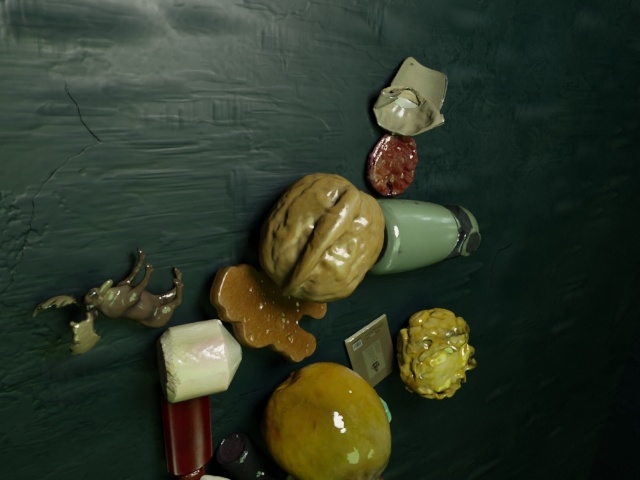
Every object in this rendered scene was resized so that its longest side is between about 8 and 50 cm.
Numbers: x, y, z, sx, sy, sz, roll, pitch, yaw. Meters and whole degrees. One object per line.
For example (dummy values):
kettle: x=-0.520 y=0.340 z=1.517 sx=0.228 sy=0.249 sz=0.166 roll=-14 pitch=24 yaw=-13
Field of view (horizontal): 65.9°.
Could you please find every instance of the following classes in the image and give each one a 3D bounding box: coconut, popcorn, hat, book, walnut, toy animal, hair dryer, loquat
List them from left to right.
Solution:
toy animal: x=-0.339 y=0.108 z=0.832 sx=0.186 sy=0.094 sz=0.214 roll=-50 pitch=138 yaw=2
coconut: x=-0.223 y=0.223 z=0.931 sx=0.153 sy=0.147 sz=0.147 roll=-9 pitch=114 yaw=-26
hair dryer: x=-0.098 y=0.535 z=1.087 sx=0.089 sy=0.251 sz=0.197 roll=-51 pitch=129 yaw=-30
walnut: x=0.000 y=0.000 z=0.951 sx=0.225 sy=0.257 sz=0.257 roll=34 pitch=87 yaw=-7
loquat: x=0.014 y=0.416 z=1.095 sx=0.276 sy=0.284 sz=0.276 roll=-26 pitch=142 yaw=-22
book: x=0.137 y=0.304 z=1.308 sx=0.139 sy=0.016 sz=0.198 roll=-30 pitch=123 yaw=-23
hat: x=0.202 y=-0.305 z=1.067 sx=0.147 sy=0.085 sz=0.175 roll=28 pitch=65 yaw=-4
popcorn: x=0.310 y=0.301 z=1.324 sx=0.250 sy=0.190 sz=0.250 roll=-21 pitch=126 yaw=-31

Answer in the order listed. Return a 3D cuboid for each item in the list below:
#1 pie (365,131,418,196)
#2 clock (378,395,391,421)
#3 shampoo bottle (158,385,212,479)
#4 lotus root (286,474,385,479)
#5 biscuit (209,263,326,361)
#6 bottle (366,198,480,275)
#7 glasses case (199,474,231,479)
pie: x=0.163 y=-0.173 z=1.117 sx=0.154 sy=0.038 sz=0.153 roll=-14 pitch=114 yaw=-33
clock: x=0.132 y=0.503 z=1.369 sx=0.135 sy=0.041 sz=0.101 roll=-36 pitch=126 yaw=-19
shampoo bottle: x=-0.273 y=0.402 z=1.019 sx=0.102 sy=0.064 sz=0.260 roll=-15 pitch=117 yaw=-36
lotus root: x=0.037 y=0.711 z=1.223 sx=0.316 sy=0.316 sz=0.250 roll=-44 pitch=137 yaw=-13
biscuit: x=-0.104 y=0.139 z=1.020 sx=0.295 sy=0.044 sz=0.185 roll=37 pitch=59 yaw=-38
bottle: x=0.229 y=-0.015 z=1.148 sx=0.347 sy=0.168 sz=0.168 roll=-4 pitch=111 yaw=-38
glasses case: x=-0.197 y=0.632 z=1.092 sx=0.312 sy=0.070 sz=0.131 roll=71 pitch=27 yaw=-47
